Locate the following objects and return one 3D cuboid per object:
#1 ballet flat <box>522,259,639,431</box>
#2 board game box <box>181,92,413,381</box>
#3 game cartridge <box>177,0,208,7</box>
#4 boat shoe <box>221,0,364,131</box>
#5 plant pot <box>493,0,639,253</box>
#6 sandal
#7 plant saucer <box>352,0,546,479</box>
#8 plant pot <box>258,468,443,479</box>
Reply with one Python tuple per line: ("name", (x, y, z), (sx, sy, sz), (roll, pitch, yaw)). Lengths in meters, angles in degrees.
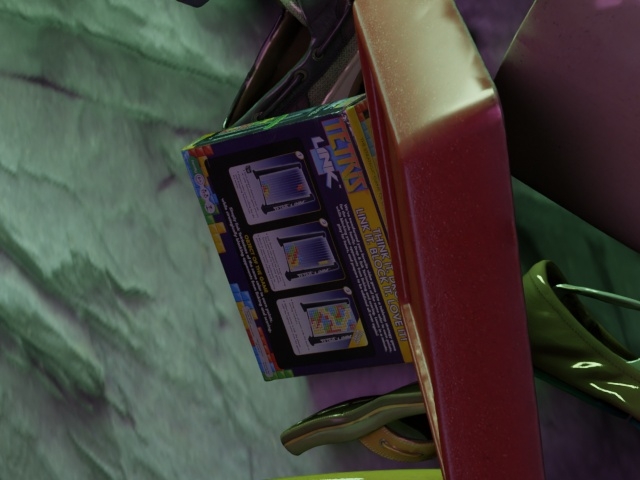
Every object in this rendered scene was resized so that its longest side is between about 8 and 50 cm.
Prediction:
("ballet flat", (0.189, 0.080, 0.854), (0.232, 0.080, 0.073), (32, 93, 36))
("board game box", (0.000, 0.000, 0.989), (0.141, 0.048, 0.170), (-10, 104, 36))
("game cartridge", (0.004, -0.347, 1.041), (0.355, 0.068, 0.230), (-34, 48, 30))
("boat shoe", (0.003, -0.152, 1.021), (0.224, 0.073, 0.080), (-64, 30, 15))
("plant pot", (0.264, -0.052, 0.729), (0.274, 0.256, 0.256), (42, 111, 17))
("sandal", (0.052, 0.118, 0.965), (0.180, 0.072, 0.049), (-21, 87, 36))
("plant saucer", (0.063, -0.002, 0.793), (0.047, 0.259, 0.258), (-10, 118, 1))
("plant pot", (0.043, 0.230, 0.877), (0.187, 0.212, 0.212), (-23, 70, 22))
